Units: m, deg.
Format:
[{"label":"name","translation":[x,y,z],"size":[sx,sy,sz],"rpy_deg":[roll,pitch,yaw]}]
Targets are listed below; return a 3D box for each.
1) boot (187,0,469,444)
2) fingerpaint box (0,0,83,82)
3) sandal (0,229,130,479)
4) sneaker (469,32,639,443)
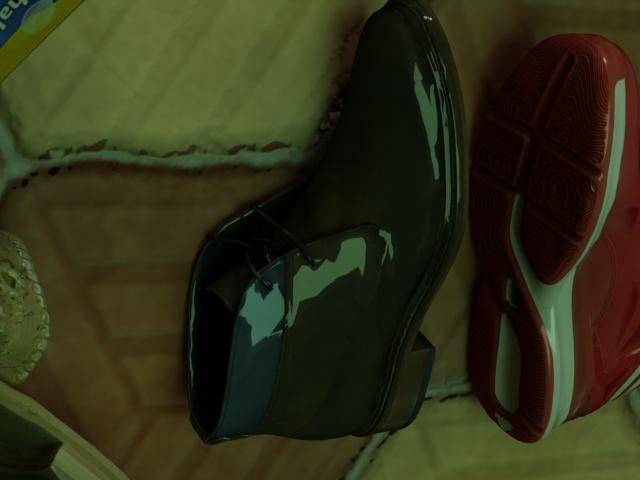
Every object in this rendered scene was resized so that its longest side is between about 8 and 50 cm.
[{"label":"boot","translation":[0.000,0.000,0.719],"size":[0.106,0.082,0.219],"rpy_deg":[-9,117,-29]},{"label":"fingerpaint box","translation":[-0.165,-0.203,0.406],"size":[0.445,0.163,0.371],"rpy_deg":[-45,151,-5]},{"label":"sandal","translation":[-0.147,0.034,0.672],"size":[0.240,0.088,0.079],"rpy_deg":[53,50,-41]},{"label":"sneaker","translation":[0.147,-0.010,0.809],"size":[0.128,0.087,0.221],"rpy_deg":[-16,130,-32]}]
